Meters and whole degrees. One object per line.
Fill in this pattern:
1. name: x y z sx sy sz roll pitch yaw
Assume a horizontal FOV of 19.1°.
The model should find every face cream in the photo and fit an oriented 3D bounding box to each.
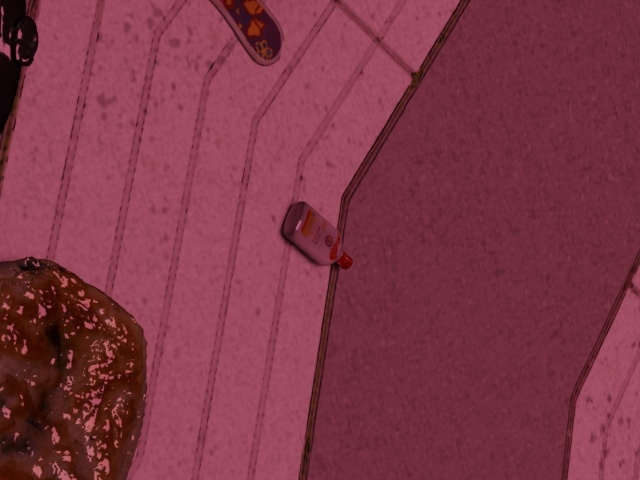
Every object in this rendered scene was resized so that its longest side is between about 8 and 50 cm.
1. face cream: 0.000 0.000 1.745 0.083 0.021 0.040 40 58 -37

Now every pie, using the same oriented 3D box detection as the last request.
1. pie: -0.218 0.130 1.470 0.240 0.054 0.240 11 74 -45

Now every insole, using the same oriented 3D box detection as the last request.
1. insole: -0.090 -0.236 1.693 0.197 0.004 0.065 55 49 -26

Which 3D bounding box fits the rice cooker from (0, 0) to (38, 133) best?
1. rice cooker: -0.328 -0.144 1.264 0.267 0.224 0.267 10 76 -48
